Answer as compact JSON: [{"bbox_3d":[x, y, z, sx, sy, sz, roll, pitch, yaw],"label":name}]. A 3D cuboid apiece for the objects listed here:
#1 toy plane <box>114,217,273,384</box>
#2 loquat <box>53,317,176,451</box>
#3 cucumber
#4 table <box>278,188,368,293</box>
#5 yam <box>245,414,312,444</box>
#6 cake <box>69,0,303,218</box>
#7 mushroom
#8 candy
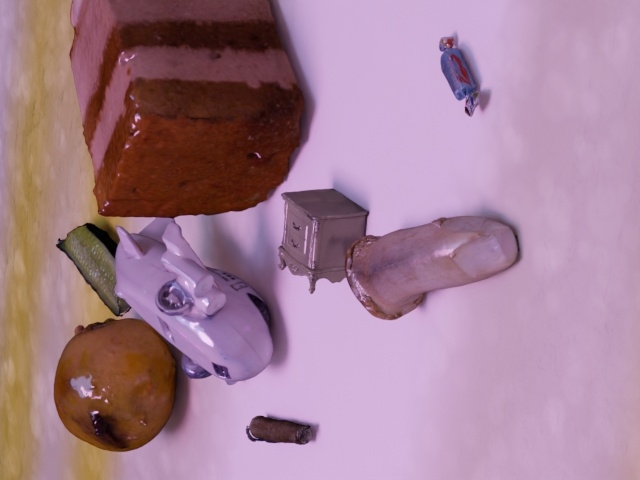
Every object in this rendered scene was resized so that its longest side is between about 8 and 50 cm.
[{"bbox_3d":[-0.141,0.065,2.022,0.245,0.117,0.244,41,159,19],"label":"toy plane"},{"bbox_3d":[-0.258,0.172,2.252,0.204,0.149,0.172,-103,24,-44],"label":"loquat"},{"bbox_3d":[-0.292,0.020,2.392,0.220,0.046,0.070,41,128,50],"label":"cucumber"},{"bbox_3d":[0.000,0.000,1.818,0.079,0.062,0.083,37,128,55],"label":"table"},{"bbox_3d":[-0.042,0.212,1.978,0.033,0.027,0.129,-59,22,-14],"label":"yam"},{"bbox_3d":[-0.158,-0.186,1.946,0.196,0.199,0.293,116,143,-53],"label":"cake"},{"bbox_3d":[0.099,0.021,1.639,0.209,0.071,0.084,-19,84,58],"label":"mushroom"},{"bbox_3d":[0.123,-0.148,1.599,0.030,0.020,0.083,-57,45,50],"label":"candy"}]
